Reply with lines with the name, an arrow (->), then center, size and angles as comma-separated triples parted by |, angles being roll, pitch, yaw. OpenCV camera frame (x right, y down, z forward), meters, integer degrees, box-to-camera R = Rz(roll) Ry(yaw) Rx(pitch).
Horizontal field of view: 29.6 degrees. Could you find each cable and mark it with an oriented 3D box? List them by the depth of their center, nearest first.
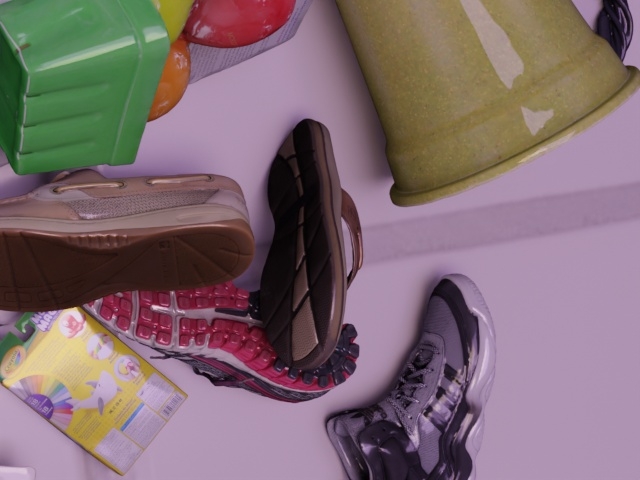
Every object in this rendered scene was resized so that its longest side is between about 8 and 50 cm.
cable -> 0.290, -0.250, 1.378 | 0.151, 0.047, 0.184 | -18, 99, -27

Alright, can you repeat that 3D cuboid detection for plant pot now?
plant pot -> 0.135, -0.209, 1.194 | 0.276, 0.276, 0.253 | -33, 101, -18

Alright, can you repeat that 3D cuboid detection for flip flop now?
flip flop -> 0.000, 0.000, 1.176 | 0.080, 0.112, 0.277 | 26, 41, -30

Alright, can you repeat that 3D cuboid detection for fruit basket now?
fruit basket -> -0.133, -0.207, 1.045 | 0.353, 0.327, 0.165 | -33, 81, -25

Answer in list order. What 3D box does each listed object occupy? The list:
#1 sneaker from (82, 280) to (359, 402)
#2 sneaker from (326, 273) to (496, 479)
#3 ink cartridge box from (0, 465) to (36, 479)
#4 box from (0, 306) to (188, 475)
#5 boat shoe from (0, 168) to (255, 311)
sneaker -> -0.116, 0.087, 1.191 | 0.299, 0.112, 0.120 | 27, 57, -11
sneaker -> 0.094, 0.167, 1.288 | 0.153, 0.101, 0.268 | 4, 96, -27
ink cartridge box -> -0.330, 0.291, 1.134 | 0.104, 0.060, 0.180 | 7, 92, -24
box -> -0.230, 0.135, 1.176 | 0.179, 0.043, 0.105 | 44, 78, -23
boat shoe -> -0.214, -0.010, 1.097 | 0.302, 0.098, 0.109 | -5, 137, -9
